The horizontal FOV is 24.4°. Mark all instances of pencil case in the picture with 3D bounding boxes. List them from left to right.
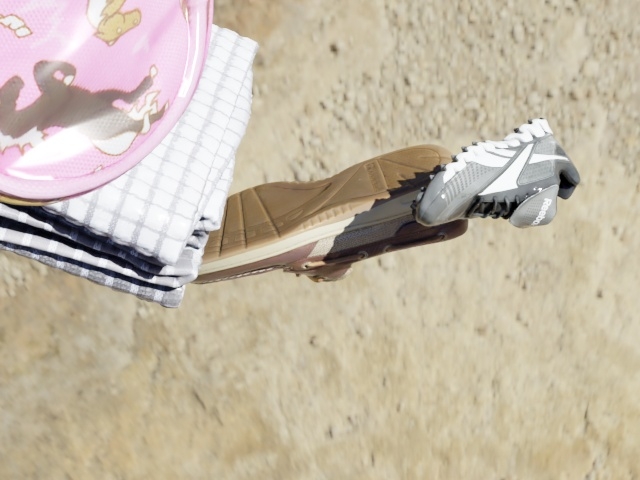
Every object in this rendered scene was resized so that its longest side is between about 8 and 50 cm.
[{"bbox_3d":[-0.222,-0.116,0.754,0.386,0.167,0.160,14,85,51],"label":"pencil case"}]

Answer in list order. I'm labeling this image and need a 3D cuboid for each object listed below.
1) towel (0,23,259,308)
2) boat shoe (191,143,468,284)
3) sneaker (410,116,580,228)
[{"bbox_3d":[-0.180,-0.082,1.105,0.235,0.121,0.284,21,37,-8],"label":"towel"},{"bbox_3d":[0.000,0.000,1.658,0.342,0.123,0.123,-18,34,4],"label":"boat shoe"},{"bbox_3d":[0.195,-0.053,1.545,0.234,0.078,0.106,-26,67,-42],"label":"sneaker"}]
